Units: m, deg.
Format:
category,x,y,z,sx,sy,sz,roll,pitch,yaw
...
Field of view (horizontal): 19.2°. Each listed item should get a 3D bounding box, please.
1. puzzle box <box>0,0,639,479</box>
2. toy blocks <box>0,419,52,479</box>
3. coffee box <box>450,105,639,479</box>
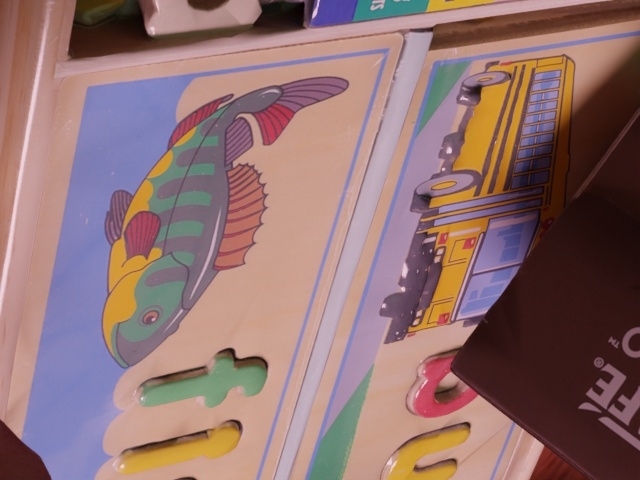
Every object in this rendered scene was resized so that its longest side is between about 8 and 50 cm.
category,x,y,z,sx,sy,sz,roll,pitch,yaw
puzzle box,0.000,0.000,0.662,0.272,0.052,0.409,-12,136,-31
toy blocks,-0.176,0.134,0.506,0.288,0.309,0.260,-50,175,28
coffee box,0.191,0.069,0.733,0.119,0.168,0.297,-54,154,5
